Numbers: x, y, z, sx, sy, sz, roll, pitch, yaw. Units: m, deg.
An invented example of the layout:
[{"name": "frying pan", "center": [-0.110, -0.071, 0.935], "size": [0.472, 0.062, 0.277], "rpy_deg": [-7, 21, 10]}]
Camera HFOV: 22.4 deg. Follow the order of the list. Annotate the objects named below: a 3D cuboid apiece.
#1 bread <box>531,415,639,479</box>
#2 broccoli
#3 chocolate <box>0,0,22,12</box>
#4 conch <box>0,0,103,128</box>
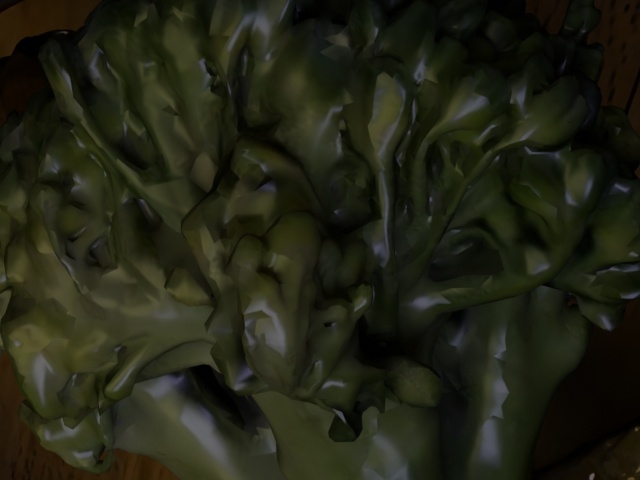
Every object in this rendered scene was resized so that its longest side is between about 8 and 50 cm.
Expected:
[{"name": "bread", "center": [0.131, 0.129, 0.586], "size": [0.196, 0.102, 0.138], "rpy_deg": [-31, 86, 36]}, {"name": "broccoli", "center": [-0.011, 0.037, 0.534], "size": [0.248, 0.288, 0.245], "rpy_deg": [-11, 70, 6]}, {"name": "chocolate", "center": [-0.154, -0.247, 0.691], "size": [0.235, 0.108, 0.237], "rpy_deg": [51, 127, 14]}, {"name": "conch", "center": [-0.058, -0.075, 0.687], "size": [0.233, 0.080, 0.086], "rpy_deg": [-22, 105, 27]}]
